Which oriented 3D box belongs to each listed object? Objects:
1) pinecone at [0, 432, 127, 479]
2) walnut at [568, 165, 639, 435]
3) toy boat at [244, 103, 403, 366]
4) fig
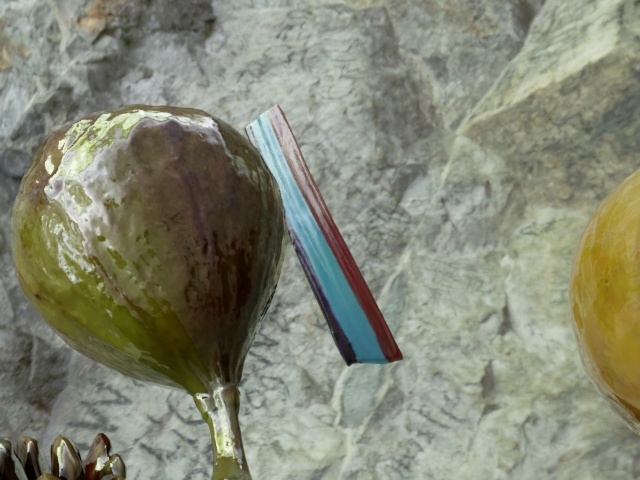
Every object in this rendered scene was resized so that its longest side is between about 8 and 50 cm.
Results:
[{"bbox_3d":[-0.185,0.203,0.294,0.273,0.224,0.224,0,-109,-32],"label":"pinecone"},{"bbox_3d":[0.273,0.023,0.413,0.298,0.203,0.203,-26,-95,-45],"label":"walnut"},{"bbox_3d":[0.000,0.000,0.894,0.079,0.136,0.392,-23,-96,-6],"label":"toy boat"},{"bbox_3d":[-0.110,0.055,0.470,0.217,0.217,0.320,3,-132,-31],"label":"fig"}]
